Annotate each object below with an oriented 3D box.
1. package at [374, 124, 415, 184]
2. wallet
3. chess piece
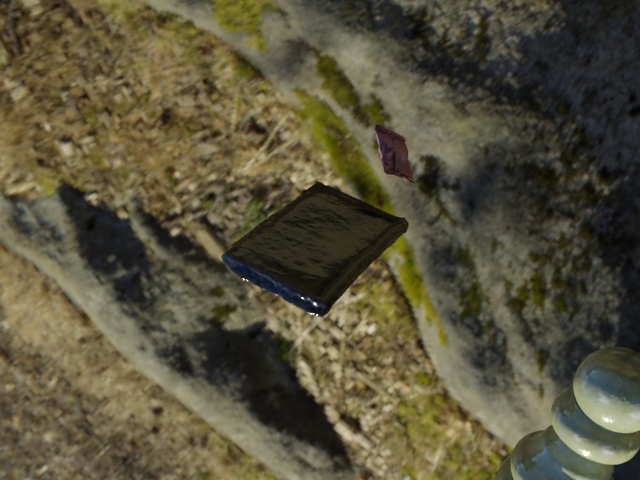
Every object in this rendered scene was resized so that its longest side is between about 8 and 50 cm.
[{"bbox_3d":[0.103,-0.117,1.536,0.029,0.059,0.083,-36,52,36],"label":"package"},{"bbox_3d":[0.000,0.001,1.387,0.146,0.285,0.030,27,120,14],"label":"wallet"},{"bbox_3d":[0.333,0.236,1.368,0.144,0.144,0.251,30,125,11],"label":"chess piece"}]
